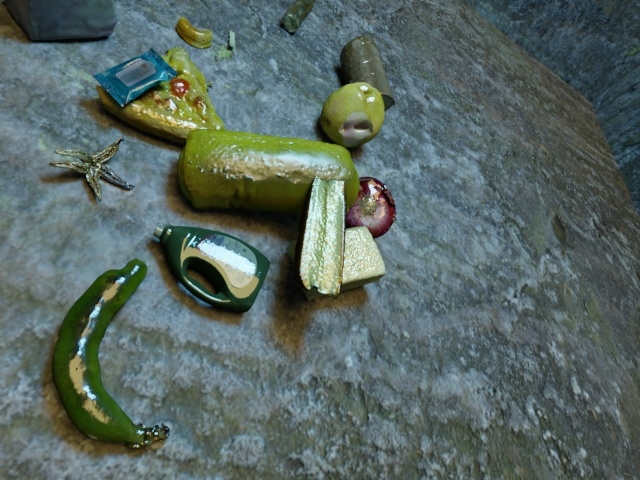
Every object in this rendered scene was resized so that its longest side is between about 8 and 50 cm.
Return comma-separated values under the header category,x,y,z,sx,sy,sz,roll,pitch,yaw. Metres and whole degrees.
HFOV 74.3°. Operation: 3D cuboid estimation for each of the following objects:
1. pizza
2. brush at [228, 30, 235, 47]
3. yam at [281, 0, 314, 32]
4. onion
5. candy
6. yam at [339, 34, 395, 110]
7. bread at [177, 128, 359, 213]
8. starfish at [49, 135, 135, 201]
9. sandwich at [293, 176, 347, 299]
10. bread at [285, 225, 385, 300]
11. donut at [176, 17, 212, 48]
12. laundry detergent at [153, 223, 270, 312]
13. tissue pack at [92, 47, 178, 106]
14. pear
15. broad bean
category,x,y,z,sx,sy,sz,roll,pitch,yaw
pizza,-0.322,-0.336,0.914,0.280,0.075,0.287,10,58,-30
brush,-0.242,-0.548,1.152,0.016,0.013,0.083,17,45,-30
yam,-0.065,-0.757,1.381,0.061,0.061,0.253,30,48,-15
onion,0.107,-0.076,1.030,0.150,0.140,0.150,0,90,0
candy,-0.512,-0.506,0.826,0.195,0.185,0.137,-30,76,-43
yam,0.139,-0.508,1.310,0.129,0.128,0.238,29,44,-63
bread,-0.093,-0.141,0.870,0.383,0.112,0.166,2,77,-22
starfish,-0.396,-0.138,0.759,0.133,0.041,0.130,49,46,-35
sandwich,0.000,0.000,0.812,0.090,0.088,0.244,9,65,-8
bread,0.037,0.045,0.893,0.188,0.068,0.125,-12,71,-27
donut,-0.320,-0.529,1.069,0.083,0.038,0.067,51,50,2
laundry detergent,-0.203,0.039,0.759,0.211,0.063,0.137,29,55,-15
tissue pack,-0.358,-0.319,0.826,0.085,0.028,0.138,45,59,4
pear,0.090,-0.341,1.138,0.178,0.178,0.178,17,53,-24
broad bean,-0.311,0.161,0.619,0.144,0.049,0.292,2,62,-41
